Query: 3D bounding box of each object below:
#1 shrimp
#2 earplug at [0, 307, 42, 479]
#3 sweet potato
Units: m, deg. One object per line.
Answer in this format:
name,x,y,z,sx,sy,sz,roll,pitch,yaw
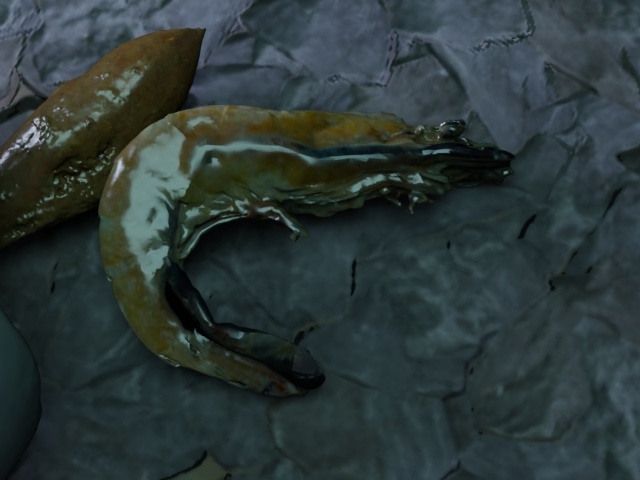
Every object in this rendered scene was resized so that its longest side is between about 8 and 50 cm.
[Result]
shrimp,0.000,0.000,0.684,0.219,0.046,0.152,-6,75,-11
earplug,-0.242,-0.001,0.609,0.175,0.214,0.325,-3,66,-45
sweet potato,-0.132,-0.041,0.705,0.206,0.060,0.068,-40,81,-5
